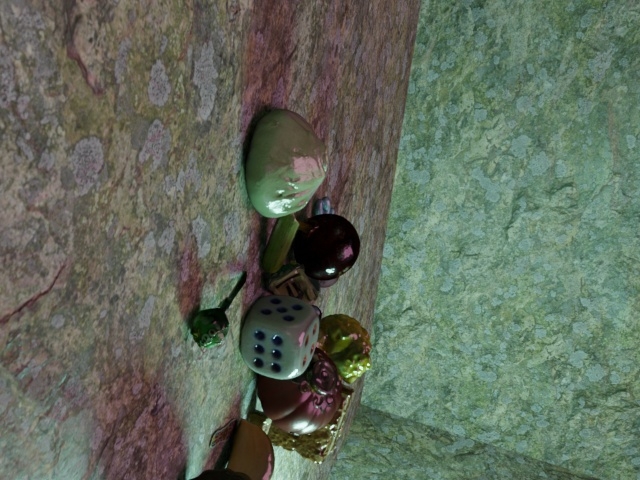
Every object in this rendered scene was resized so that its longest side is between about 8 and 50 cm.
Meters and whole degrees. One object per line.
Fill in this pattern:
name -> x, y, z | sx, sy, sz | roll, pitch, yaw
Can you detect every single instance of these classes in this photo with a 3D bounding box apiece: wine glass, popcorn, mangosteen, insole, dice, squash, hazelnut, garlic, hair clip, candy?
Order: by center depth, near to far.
candy -> -0.237, 0.159, 1.526 | 0.323, 0.097, 0.097 | -64, 162, -62
squash -> -0.114, -0.001, 1.735 | 0.069, 0.069, 0.238 | -53, 168, -56
dice -> -0.119, 0.286, 1.814 | 0.192, 0.194, 0.193 | -51, 153, -60
insole -> -0.288, 0.578, 1.819 | 0.193, 0.006, 0.065 | 11, 92, -75
garlic -> -0.268, 0.723, 1.836 | 0.196, 0.151, 0.338 | 54, 47, -25
hair clip -> -0.099, 0.136, 1.952 | 0.091, 0.139, 0.321 | 63, -3, 25
mangosteen -> 0.000, 0.000, 1.999 | 0.261, 0.236, 0.235 | 41, 58, -35
popcorn -> 0.066, 0.416, 2.296 | 0.237, 0.293, 0.292 | -34, -145, 67
wine glass -> -0.028, 0.227, 2.304 | 0.309, 0.096, 0.264 | -20, 126, -73
hazelnut -> -0.036, 0.292, 2.346 | 0.086, 0.087, 0.086 | 14, 90, -75

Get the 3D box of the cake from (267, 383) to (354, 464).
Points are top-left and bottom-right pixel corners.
cake -> -0.043, 0.643, 2.270 | 0.290, 0.282, 0.255 | 18, 93, -79

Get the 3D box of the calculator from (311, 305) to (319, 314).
calculator -> -0.084, 0.261, 2.056 | 0.121, 0.039, 0.210 | -37, 158, 13

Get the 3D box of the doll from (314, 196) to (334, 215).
doll -> 0.003, -0.077, 2.192 | 0.120, 0.075, 0.179 | -19, 117, -22

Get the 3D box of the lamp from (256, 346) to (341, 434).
lamp -> -0.070, 0.485, 2.006 | 0.257, 0.303, 0.303 | -34, -164, 38

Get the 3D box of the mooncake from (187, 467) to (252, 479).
mooncake -> -0.262, 0.729, 1.526 | 0.161, 0.291, 0.290 | 87, 22, -45

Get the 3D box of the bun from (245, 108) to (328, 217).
bun -> -0.069, -0.195, 1.583 | 0.293, 0.187, 0.292 | 16, 90, -77

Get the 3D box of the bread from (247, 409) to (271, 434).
bread -> -0.206, 0.614, 2.024 | 0.077, 0.070, 0.083 | 41, 66, -72
